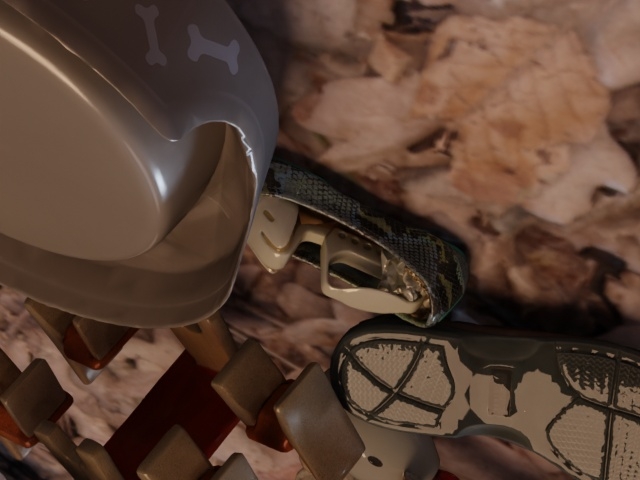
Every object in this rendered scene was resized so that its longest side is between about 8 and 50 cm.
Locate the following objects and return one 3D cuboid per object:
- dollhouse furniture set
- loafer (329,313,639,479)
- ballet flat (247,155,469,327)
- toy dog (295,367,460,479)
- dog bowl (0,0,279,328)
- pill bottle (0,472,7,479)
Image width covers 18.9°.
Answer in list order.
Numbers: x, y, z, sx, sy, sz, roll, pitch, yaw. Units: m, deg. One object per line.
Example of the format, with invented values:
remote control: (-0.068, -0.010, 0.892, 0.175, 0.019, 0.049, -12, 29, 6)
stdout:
dollhouse furniture set: (-0.132, 0.165, 1.260, 0.262, 0.259, 0.135, 18, 148, 43)
loafer: (0.143, 0.090, 1.217, 0.267, 0.084, 0.096, 13, 110, 8)
ballet flat: (0.000, 0.000, 1.180, 0.188, 0.070, 0.070, 22, 143, 3)
toy dog: (0.078, 0.256, 1.284, 0.334, 0.161, 0.220, 40, 138, 13)
dog bowl: (-0.179, -0.093, 1.085, 0.349, 0.102, 0.349, 23, 153, 13)
pill bottle: (-0.389, 0.284, 1.626, 0.188, 0.188, 0.334, 39, 141, -18)
